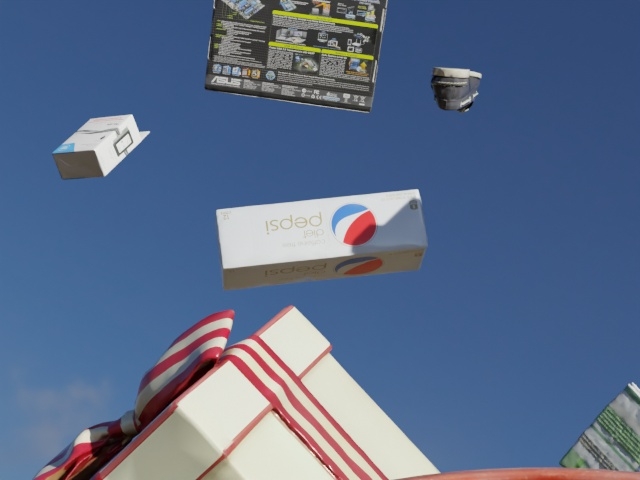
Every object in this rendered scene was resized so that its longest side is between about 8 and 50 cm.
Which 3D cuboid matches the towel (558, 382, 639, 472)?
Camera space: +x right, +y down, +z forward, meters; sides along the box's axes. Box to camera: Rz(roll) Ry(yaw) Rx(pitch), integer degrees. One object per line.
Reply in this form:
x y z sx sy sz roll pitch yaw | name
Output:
0.401 0.279 1.797 0.023 0.152 0.113 29 16 -41 | towel

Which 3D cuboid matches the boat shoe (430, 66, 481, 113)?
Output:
0.194 -0.219 1.973 0.075 0.065 0.206 5 5 10 | boat shoe

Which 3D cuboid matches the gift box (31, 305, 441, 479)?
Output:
-0.065 0.213 0.978 0.258 0.255 0.276 47 17 1 | gift box

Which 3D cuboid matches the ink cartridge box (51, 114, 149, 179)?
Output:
-0.193 -0.087 1.187 0.048 0.083 0.028 -2 -60 28 | ink cartridge box

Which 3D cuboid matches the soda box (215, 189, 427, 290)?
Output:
0.000 0.000 1.412 0.216 0.069 0.074 -7 -21 -6 | soda box

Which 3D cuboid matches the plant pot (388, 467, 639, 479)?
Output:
0.088 0.255 0.521 0.273 0.265 0.272 -2 7 0 | plant pot

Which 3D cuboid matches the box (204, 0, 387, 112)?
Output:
-0.036 -0.326 2.104 0.270 0.216 0.060 7 16 0 | box
